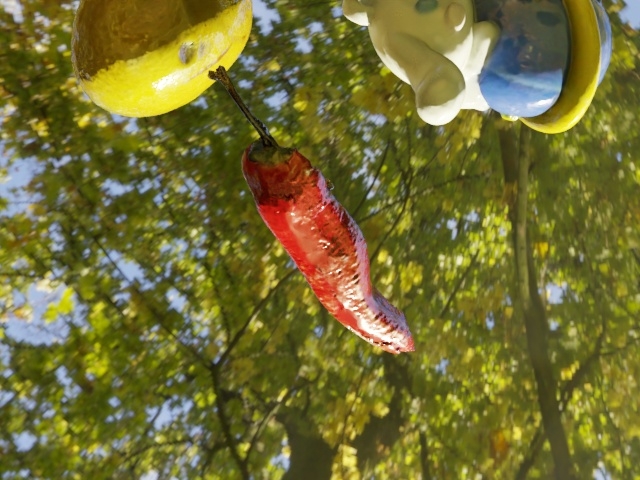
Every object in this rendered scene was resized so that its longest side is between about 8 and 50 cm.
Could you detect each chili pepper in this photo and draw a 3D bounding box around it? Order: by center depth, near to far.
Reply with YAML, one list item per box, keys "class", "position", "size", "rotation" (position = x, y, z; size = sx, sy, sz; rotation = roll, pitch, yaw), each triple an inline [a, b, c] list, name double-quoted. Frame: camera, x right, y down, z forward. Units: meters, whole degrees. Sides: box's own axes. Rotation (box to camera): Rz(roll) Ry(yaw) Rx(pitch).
- class: "chili pepper"
  position: [0.000, 0.000, 0.653]
  size: [0.059, 0.050, 0.268]
  rotation: [21, -28, 44]

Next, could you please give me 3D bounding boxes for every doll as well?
- class: "doll"
  position: [0.138, -0.205, 1.009]
  size: [0.242, 0.311, 0.159]
  rotation: [-19, -38, -14]

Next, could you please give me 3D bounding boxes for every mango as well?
- class: "mango"
  position: [-0.140, -0.191, 0.961]
  size: [0.167, 0.262, 0.130]
  rotation: [-42, -85, 15]
